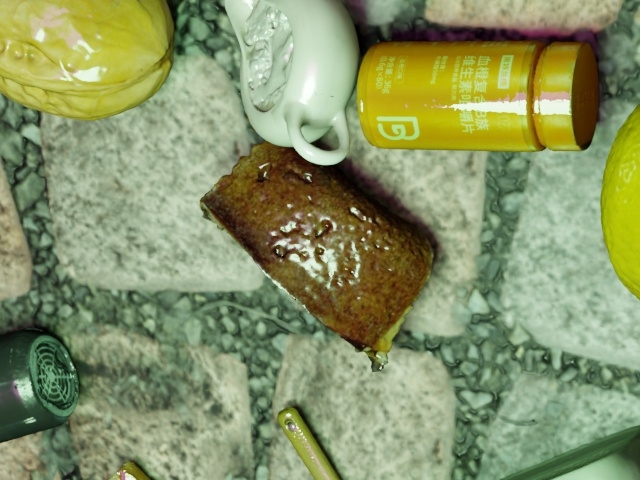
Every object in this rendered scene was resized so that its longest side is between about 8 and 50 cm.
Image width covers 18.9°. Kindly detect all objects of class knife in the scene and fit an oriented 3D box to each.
[{"bbox_3d":[0.025,0.271,1.835,0.046,0.022,0.256,-30,96,18],"label":"knife"}]

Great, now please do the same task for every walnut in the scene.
[{"bbox_3d":[-0.231,-0.190,1.752,0.206,0.159,0.159,15,109,13],"label":"walnut"}]

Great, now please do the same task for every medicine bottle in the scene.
[{"bbox_3d":[0.135,-0.123,1.646,0.191,0.096,0.096,3,105,23],"label":"medicine bottle"}]

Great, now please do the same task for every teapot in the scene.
[{"bbox_3d":[-0.015,-0.148,1.682,0.145,0.092,0.226,-63,35,37],"label":"teapot"}]

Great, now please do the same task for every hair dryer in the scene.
[{"bbox_3d":[-0.374,0.036,1.907,0.189,0.107,0.352,-17,91,23],"label":"hair dryer"}]

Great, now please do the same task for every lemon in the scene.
[{"bbox_3d":[0.321,-0.035,1.538,0.192,0.192,0.231,22,110,16],"label":"lemon"}]

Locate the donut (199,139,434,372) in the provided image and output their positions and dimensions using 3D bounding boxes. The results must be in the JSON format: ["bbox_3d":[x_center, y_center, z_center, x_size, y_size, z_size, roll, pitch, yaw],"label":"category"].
[{"bbox_3d":[0.005,0.005,1.718,0.126,0.144,0.186,-52,54,5],"label":"donut"}]

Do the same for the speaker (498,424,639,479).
[{"bbox_3d":[0.152,0.322,1.704,0.406,0.183,0.184,-26,88,23],"label":"speaker"}]

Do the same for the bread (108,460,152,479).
[{"bbox_3d":[-0.175,0.259,1.909,0.083,0.036,0.047,43,107,9],"label":"bread"}]
